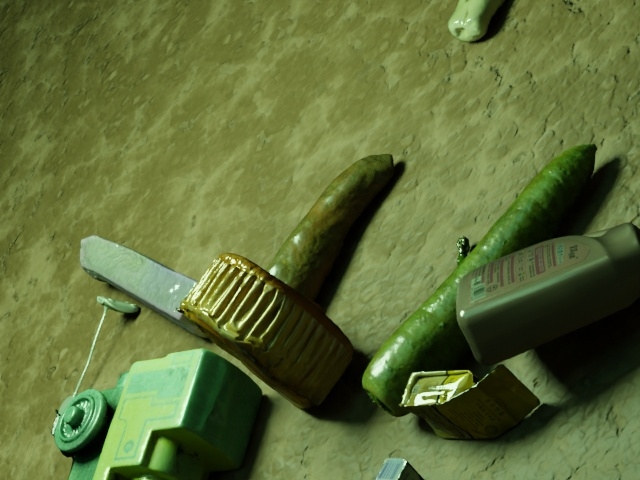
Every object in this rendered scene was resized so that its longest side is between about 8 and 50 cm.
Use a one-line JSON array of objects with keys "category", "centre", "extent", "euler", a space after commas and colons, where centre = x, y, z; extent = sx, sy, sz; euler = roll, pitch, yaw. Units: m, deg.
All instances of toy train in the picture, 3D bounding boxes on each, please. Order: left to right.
[{"category": "toy train", "centre": [-0.224, 0.313, 2.064], "extent": [0.237, 0.150, 0.369], "euler": [-12, 50, 40]}]

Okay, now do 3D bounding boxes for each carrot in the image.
[{"category": "carrot", "centre": [0.175, 0.036, 1.872], "extent": [0.358, 0.074, 0.074], "euler": [-50, 30, -5]}]

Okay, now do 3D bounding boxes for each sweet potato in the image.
[{"category": "sweet potato", "centre": [0.000, 0.000, 2.157], "extent": [0.075, 0.075, 0.273], "euler": [9, 61, 57]}]

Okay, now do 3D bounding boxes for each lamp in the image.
[{"category": "lamp", "centre": [-0.307, 0.171, 2.436], "extent": [0.050, 0.056, 0.198], "euler": [6, 74, 54]}]

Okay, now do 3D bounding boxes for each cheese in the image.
[{"category": "cheese", "centre": [0.217, -0.333, 2.233], "extent": [0.065, 0.043, 0.194], "euler": [0, 56, 48]}]

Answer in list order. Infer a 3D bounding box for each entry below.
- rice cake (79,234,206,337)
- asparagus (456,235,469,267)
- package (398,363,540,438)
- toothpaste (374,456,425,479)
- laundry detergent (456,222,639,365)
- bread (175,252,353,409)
[{"category": "rice cake", "centre": [-0.231, 0.058, 2.404], "extent": [0.064, 0.070, 0.399], "euler": [-60, 30, -5]}, {"category": "asparagus", "centre": [0.152, 0.048, 1.945], "extent": [0.015, 0.018, 0.127], "euler": [-2, 52, 15]}, {"category": "package", "centre": [0.147, 0.163, 1.778], "extent": [0.131, 0.071, 0.047], "euler": [-7, 47, 48]}, {"category": "toothpaste", "centre": [0.041, 0.307, 1.771], "extent": [0.040, 0.047, 0.196], "euler": [5, 56, 44]}, {"category": "laundry detergent", "centre": [0.251, 0.030, 1.756], "extent": [0.237, 0.076, 0.171], "euler": [-25, 14, 12]}, {"category": "bread", "centre": [-0.057, 0.097, 2.003], "extent": [0.104, 0.199, 0.199], "euler": [-53, 30, -8]}]
